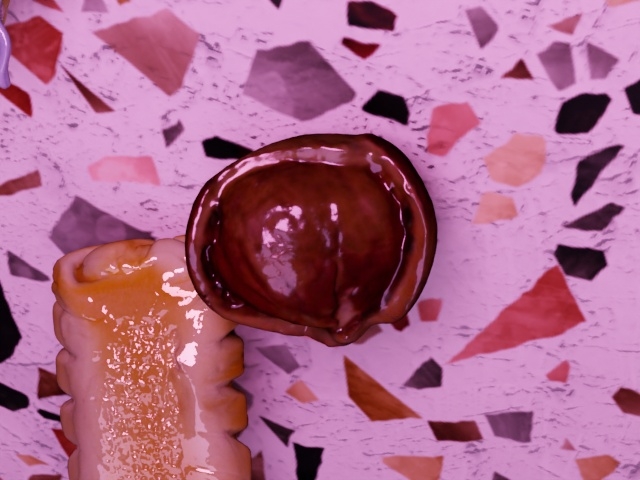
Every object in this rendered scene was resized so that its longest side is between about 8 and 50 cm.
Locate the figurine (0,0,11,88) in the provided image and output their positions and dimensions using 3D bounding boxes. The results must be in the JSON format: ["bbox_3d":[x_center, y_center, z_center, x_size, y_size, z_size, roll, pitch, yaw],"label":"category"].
[{"bbox_3d":[-0.281,-0.200,1.323,0.128,0.184,0.208,31,166,-18],"label":"figurine"}]

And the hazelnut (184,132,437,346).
[{"bbox_3d":[-0.003,-0.007,1.378,0.202,0.160,0.170,-13,122,30],"label":"hazelnut"}]

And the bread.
[{"bbox_3d":[-0.148,0.150,1.504,0.173,0.121,0.311,-2,95,6],"label":"bread"}]
